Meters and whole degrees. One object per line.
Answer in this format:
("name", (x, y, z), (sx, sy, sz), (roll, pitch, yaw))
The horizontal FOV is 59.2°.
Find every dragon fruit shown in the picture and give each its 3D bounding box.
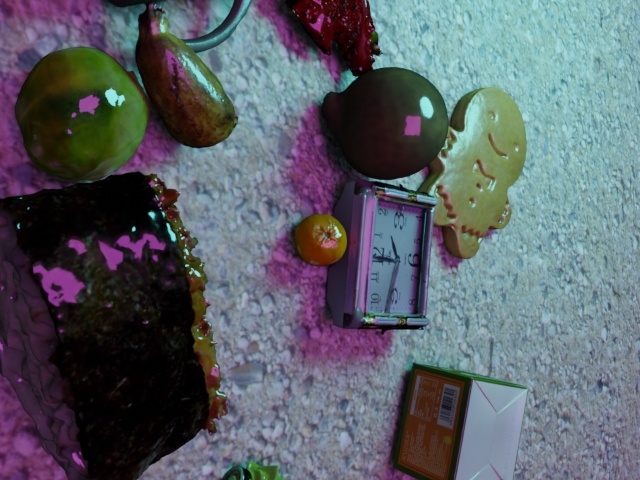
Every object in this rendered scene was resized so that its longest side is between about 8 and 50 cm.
("dragon fruit", (0.038, -0.342, 0.873), (0.122, 0.092, 0.192), (-55, 126, -38))

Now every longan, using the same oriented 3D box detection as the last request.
("longan", (0.100, -0.187, 0.896), (0.204, 0.159, 0.185), (19, 71, 3))

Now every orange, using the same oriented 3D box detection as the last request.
("orange", (0.000, 0.000, 0.871), (0.083, 0.070, 0.083), (1, 86, -12))

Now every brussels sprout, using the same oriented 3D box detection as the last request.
("brussels sprout", (-0.267, -0.146, 0.648), (0.149, 0.122, 0.151), (-21, 102, -31))

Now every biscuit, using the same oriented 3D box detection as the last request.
("biscuit", (0.313, -0.144, 1.114), (0.275, 0.052, 0.355), (46, 67, -28))

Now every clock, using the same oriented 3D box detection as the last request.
("clock", (0.107, 0.031, 0.947), (0.186, 0.083, 0.253), (8, 86, -35))

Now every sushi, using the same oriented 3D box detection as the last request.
("sushi", (-0.235, 0.093, 0.616), (0.207, 0.234, 0.348), (-22, 127, -37))

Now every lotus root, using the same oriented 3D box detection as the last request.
("lotus root", (-0.177, -0.195, 0.701), (0.094, 0.108, 0.190), (-54, 142, -18))

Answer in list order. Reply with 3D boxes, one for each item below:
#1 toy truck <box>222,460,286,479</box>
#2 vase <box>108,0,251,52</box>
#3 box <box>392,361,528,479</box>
("toy truck", (-0.080, 0.441, 0.752), (0.128, 0.135, 0.259), (45, 47, -29))
("vase", (-0.149, -0.376, 0.728), (0.301, 0.156, 0.251), (-22, 119, -39))
("box", (0.250, 0.335, 1.016), (0.177, 0.148, 0.195), (18, 80, -38))
